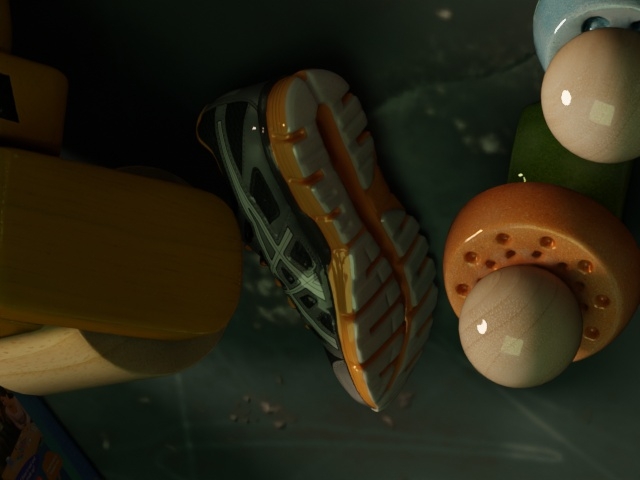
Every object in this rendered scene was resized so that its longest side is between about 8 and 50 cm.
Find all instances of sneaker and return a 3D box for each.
[{"bbox_3d":[0.000,0.000,1.050,0.083,0.084,0.214,2,123,36],"label":"sneaker"}]

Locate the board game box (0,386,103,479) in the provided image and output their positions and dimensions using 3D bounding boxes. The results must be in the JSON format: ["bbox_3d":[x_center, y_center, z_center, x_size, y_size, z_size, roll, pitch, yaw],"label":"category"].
[{"bbox_3d":[-0.222,0.152,1.186,0.047,0.160,0.210,-18,116,31],"label":"board game box"}]

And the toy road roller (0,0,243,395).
[{"bbox_3d":[-0.208,-0.058,1.015,0.330,0.240,0.202,15,163,-36],"label":"toy road roller"}]

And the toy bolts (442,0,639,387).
[{"bbox_3d":[0.165,-0.031,0.904,0.218,0.158,0.228,8,127,15],"label":"toy bolts"}]
